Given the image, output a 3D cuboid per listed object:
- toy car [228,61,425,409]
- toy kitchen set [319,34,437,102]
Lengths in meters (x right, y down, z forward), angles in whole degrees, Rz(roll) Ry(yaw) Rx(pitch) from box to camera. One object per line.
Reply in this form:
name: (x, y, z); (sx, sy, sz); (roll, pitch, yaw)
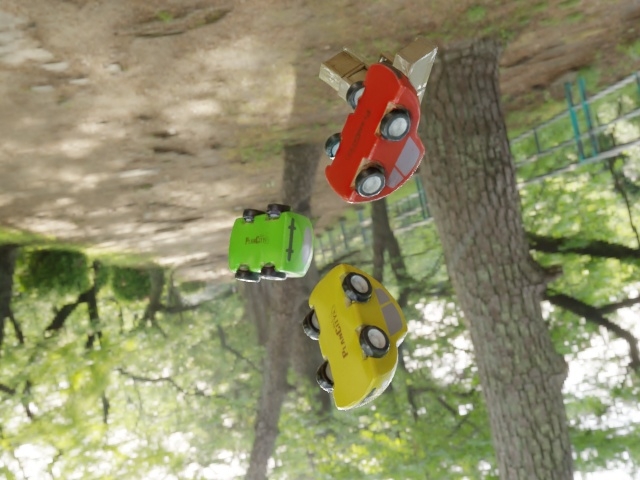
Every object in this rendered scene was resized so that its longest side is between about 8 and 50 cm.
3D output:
toy car: (0.000, 0.000, 0.607); (0.053, 0.239, 0.225); (10, 172, -33)
toy kitchen set: (0.056, -0.150, 0.637); (0.068, 0.083, 0.075); (-39, 158, -30)
